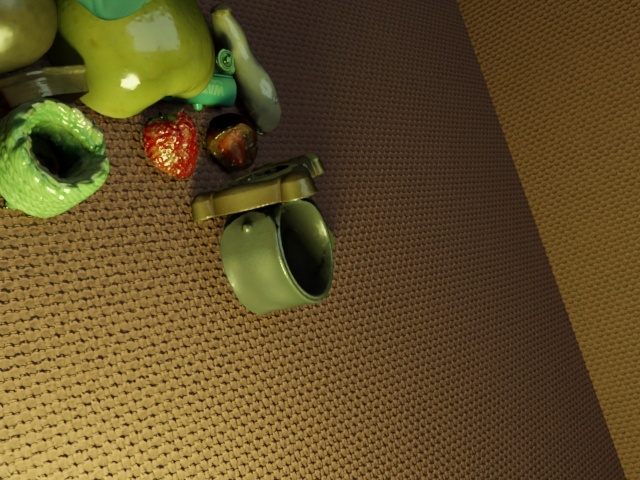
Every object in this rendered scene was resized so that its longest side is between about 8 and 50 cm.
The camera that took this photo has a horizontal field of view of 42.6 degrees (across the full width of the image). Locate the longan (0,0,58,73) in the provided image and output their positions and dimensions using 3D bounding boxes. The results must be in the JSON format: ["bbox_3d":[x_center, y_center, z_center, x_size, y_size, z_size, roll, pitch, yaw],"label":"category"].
[{"bbox_3d":[-0.618,-0.424,1.521,0.248,0.248,0.248,27,52,-40],"label":"longan"}]

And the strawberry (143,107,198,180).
[{"bbox_3d":[-0.330,-0.216,1.839,0.131,0.131,0.148,-19,79,-53],"label":"strawberry"}]

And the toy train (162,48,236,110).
[{"bbox_3d":[-0.303,-0.397,2.003,0.248,0.101,0.159,-3,90,-51],"label":"toy train"}]

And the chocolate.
[{"bbox_3d":[-0.214,-0.235,2.000,0.127,0.124,0.133,-53,145,-52],"label":"chocolate"}]

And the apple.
[{"bbox_3d":[-0.421,-0.465,1.808,0.360,0.311,0.320,63,9,0],"label":"apple"}]

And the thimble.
[{"bbox_3d":[-0.517,-0.156,1.554,0.219,0.150,0.219,26,53,-40],"label":"thimble"}]

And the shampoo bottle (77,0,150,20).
[{"bbox_3d":[-0.434,-0.643,1.539,0.342,0.331,0.331,42,39,0],"label":"shampoo bottle"}]

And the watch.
[{"bbox_3d":[-0.090,-0.007,1.932,0.335,0.314,0.327,-43,118,-63],"label":"watch"}]

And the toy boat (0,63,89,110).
[{"bbox_3d":[-0.552,-0.297,1.617,0.188,0.116,0.061,-26,98,-54],"label":"toy boat"}]

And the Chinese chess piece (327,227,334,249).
[{"bbox_3d":[0.000,0.000,2.201,0.084,0.034,0.084,24,55,-39],"label":"Chinese chess piece"}]

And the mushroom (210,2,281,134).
[{"bbox_3d":[-0.199,-0.450,2.141,0.097,0.109,0.351,-28,99,-12],"label":"mushroom"}]
